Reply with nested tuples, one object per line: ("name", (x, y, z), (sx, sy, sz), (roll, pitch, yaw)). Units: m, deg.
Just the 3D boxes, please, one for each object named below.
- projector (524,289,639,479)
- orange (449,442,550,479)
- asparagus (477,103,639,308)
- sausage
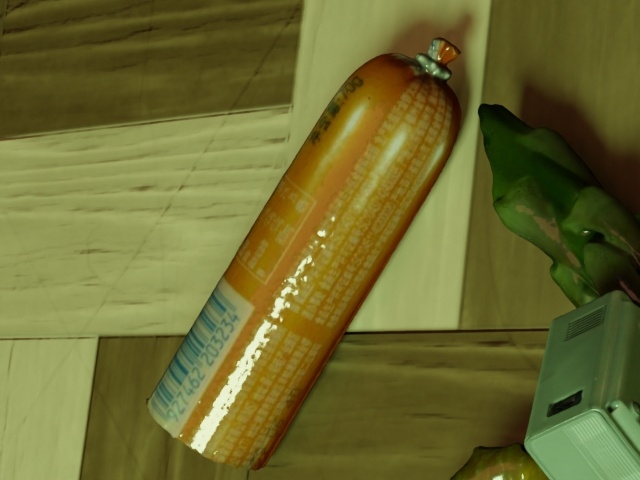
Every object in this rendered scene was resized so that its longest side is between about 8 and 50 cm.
("projector", (0.180, 0.114, 1.066), (0.061, 0.147, 0.115), (-30, 21, 28))
("orange", (0.126, 0.199, 1.133), (0.170, 0.112, 0.160), (-45, 37, -23))
("asparagus", (0.178, 0.015, 1.172), (0.287, 0.080, 0.080), (40, 103, 39))
("sausage", (0.000, 0.000, 1.316), (0.093, 0.093, 0.312), (39, 103, 41))
